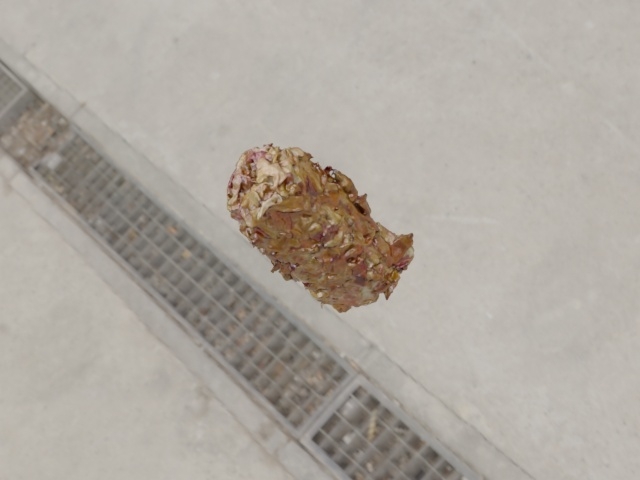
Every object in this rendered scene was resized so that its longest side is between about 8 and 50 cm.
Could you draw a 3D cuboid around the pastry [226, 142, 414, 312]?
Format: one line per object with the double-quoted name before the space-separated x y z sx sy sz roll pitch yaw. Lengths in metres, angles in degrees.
"pastry" -0.002 0.001 0.812 0.087 0.169 0.063 -27 39 33
